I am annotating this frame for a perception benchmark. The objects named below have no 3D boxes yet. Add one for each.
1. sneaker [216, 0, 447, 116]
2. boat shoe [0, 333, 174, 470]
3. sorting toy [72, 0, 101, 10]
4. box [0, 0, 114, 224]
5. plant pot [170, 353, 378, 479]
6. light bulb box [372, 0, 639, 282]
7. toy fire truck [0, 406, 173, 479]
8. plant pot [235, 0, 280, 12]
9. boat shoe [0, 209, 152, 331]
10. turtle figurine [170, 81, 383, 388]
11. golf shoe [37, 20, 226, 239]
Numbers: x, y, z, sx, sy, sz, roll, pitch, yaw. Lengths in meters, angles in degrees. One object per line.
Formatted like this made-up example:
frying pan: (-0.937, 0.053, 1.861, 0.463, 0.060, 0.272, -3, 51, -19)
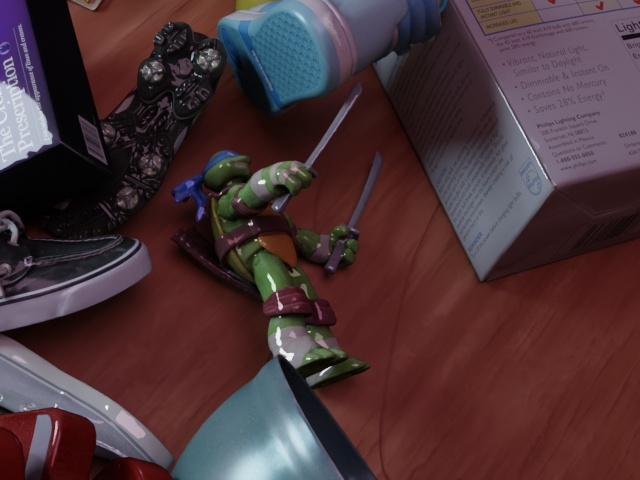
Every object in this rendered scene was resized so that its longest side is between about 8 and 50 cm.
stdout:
sneaker: (0.020, -0.234, 1.093, 0.208, 0.319, 0.127, -31, 109, -17)
boat shoe: (-0.247, 0.170, 0.930, 0.227, 0.079, 0.081, 29, 65, 8)
sorting toy: (-0.285, -0.322, 1.220, 0.062, 0.012, 0.083, 23, 59, -3)
box: (-0.339, -0.151, 1.013, 0.184, 0.103, 0.261, -26, 66, 13)
plant pot: (-0.032, 0.271, 0.834, 0.196, 0.293, 0.293, -35, 74, -2)
light bulb box: (0.296, -0.191, 1.191, 0.358, 0.225, 0.361, -14, 66, -21)
toy fire truck: (-0.257, 0.275, 0.768, 0.169, 0.254, 0.302, 23, 64, -37)
plant pot: (-0.042, -0.304, 1.210, 0.134, 0.095, 0.134, -1, 71, 2)
boat shoe: (-0.317, 0.024, 0.946, 0.306, 0.113, 0.105, -12, 105, -11)
turtle figurine: (0.000, 0.000, 1.020, 0.275, 0.198, 0.266, -12, 71, -18)
golf shoe: (-0.194, -0.105, 1.083, 0.105, 0.120, 0.273, 38, 81, -1)
